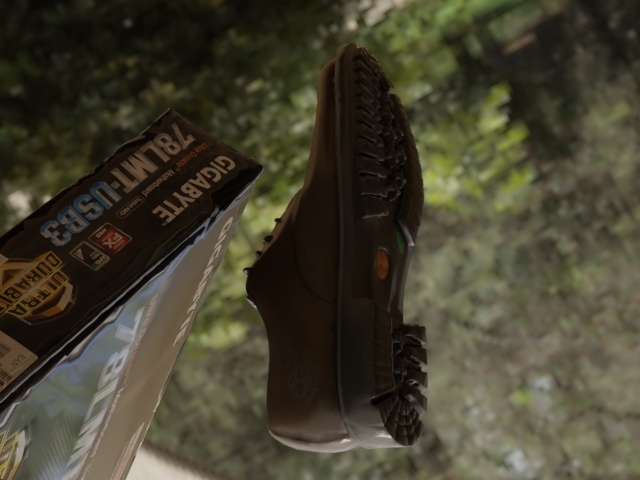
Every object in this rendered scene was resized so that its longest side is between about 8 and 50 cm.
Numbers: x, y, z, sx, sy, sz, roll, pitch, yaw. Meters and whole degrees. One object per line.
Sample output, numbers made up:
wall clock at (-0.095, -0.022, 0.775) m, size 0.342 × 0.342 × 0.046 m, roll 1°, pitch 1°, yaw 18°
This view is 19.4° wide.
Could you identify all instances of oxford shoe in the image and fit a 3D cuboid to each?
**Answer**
oxford shoe at (0.000, 0.000, 0.974) m, size 0.096 × 0.227 × 0.083 m, roll -11°, pitch 150°, yaw 28°

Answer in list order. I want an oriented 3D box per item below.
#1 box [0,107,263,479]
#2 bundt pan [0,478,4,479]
box at (-0.168, 0.112, 0.950) m, size 0.293 × 0.073 × 0.295 m, roll -42°, pitch 163°, yaw -52°
bundt pan at (-0.163, 0.160, 0.374) m, size 0.331 × 0.331 × 0.124 m, roll -29°, pitch 168°, yaw 8°
